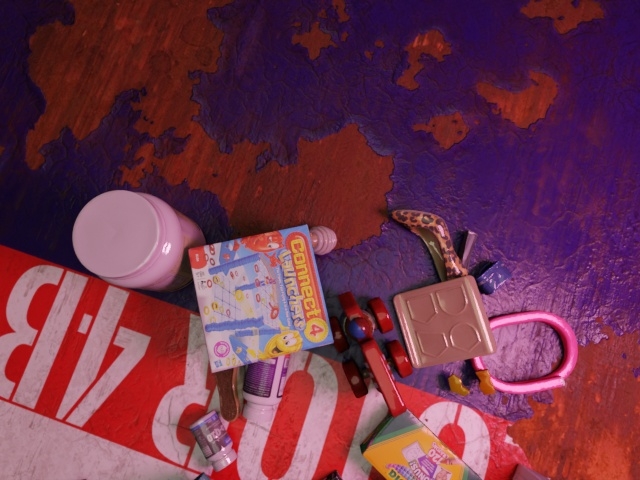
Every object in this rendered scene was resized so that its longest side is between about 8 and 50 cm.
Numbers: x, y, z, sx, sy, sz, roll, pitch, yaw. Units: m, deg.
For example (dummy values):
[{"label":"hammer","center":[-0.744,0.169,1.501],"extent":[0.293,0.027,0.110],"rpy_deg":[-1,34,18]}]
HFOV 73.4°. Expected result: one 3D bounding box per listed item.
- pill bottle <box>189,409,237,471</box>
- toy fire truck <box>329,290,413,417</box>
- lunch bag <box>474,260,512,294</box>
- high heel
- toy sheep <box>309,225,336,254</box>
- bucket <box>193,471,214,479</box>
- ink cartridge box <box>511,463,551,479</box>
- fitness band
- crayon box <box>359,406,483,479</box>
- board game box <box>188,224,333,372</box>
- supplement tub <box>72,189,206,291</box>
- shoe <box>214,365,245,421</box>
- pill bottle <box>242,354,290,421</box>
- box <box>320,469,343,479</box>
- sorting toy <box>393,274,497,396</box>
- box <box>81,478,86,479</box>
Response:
[{"label":"pill bottle","center":[-0.283,0.532,1.140],"extent":[0.078,0.078,0.137],"rpy_deg":[-32,82,-4]},{"label":"toy fire truck","center":[0.124,0.270,1.084],"extent":[0.169,0.254,0.302],"rpy_deg":[-23,81,-3]},{"label":"lunch bag","center":[0.479,0.098,1.198],"extent":[0.098,0.067,0.065],"rpy_deg":[-41,82,-6]},{"label":"high heel","center":[0.299,0.026,1.203],"extent":[0.261,0.093,0.186],"rpy_deg":[20,80,-1]},{"label":"toy sheep","center":[0.000,0.000,1.212],"extent":[0.091,0.132,0.091],"rpy_deg":[7,100,40]},{"label":"bucket","center":[-0.314,0.715,1.019],"extent":[0.281,0.281,0.183],"rpy_deg":[-42,82,-5]},{"label":"ink cartridge box","center":[0.497,0.767,0.977],"extent":[0.160,0.279,0.385],"rpy_deg":[28,82,7]},{"label":"fitness band","center":[0.553,0.303,1.169],"extent":[0.290,0.054,0.209],"rpy_deg":[-10,80,-1]},{"label":"crayon box","center":[0.259,0.581,1.115],"extent":[0.278,0.081,0.165],"rpy_deg":[42,84,7]},{"label":"board game box","center":[-0.149,0.141,1.083],"extent":[0.301,0.086,0.309],"rpy_deg":[-13,83,-8]},{"label":"supplement tub","center":[-0.448,0.010,1.108],"extent":[0.235,0.325,0.236],"rpy_deg":[0,80,2]},{"label":"shoe","center":[-0.247,0.379,1.182],"extent":[0.076,0.058,0.219],"rpy_deg":[-11,76,20]},{"label":"pill bottle","center":[-0.149,0.374,1.149],"extent":[0.108,0.108,0.194],"rpy_deg":[11,80,3]},{"label":"box","center":[0.025,0.659,1.124],"extent":[0.083,0.052,0.062],"rpy_deg":[-34,82,-3]},{"label":"sorting toy","center":[0.348,0.269,1.166],"extent":[0.229,0.041,0.308],"rpy_deg":[-18,81,19]},{"label":"box","center":[-0.713,0.829,1.106],"extent":[0.295,0.073,0.294],"rpy_deg":[-24,81,-3]}]
